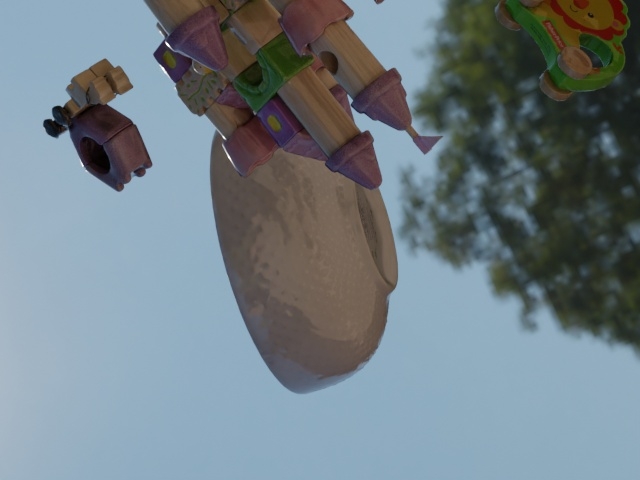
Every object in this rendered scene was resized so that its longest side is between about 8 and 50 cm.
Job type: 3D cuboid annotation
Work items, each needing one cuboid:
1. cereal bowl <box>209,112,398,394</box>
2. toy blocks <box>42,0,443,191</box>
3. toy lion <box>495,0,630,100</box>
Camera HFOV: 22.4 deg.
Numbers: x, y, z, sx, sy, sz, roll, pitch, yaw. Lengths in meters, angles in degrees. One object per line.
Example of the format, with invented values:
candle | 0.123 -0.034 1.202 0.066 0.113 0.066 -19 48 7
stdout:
cereal bowl | 0.000 0.000 1.871 0.339 0.141 0.338 -14 -90 -76
toy blocks | -0.041 -0.134 1.564 0.309 0.288 0.260 -37 -91 -32
toy lion | 0.175 -0.146 1.102 0.096 0.034 0.100 -10 -118 -34
